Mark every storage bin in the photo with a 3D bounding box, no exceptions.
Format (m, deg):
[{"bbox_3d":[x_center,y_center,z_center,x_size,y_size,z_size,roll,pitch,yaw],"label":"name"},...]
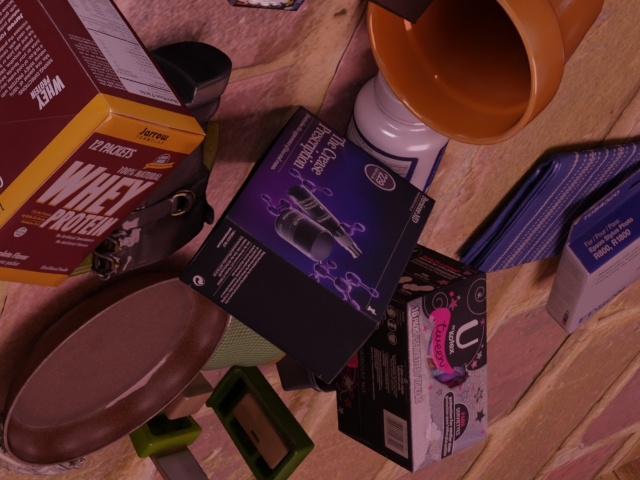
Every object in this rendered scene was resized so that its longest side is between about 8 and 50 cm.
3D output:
[{"bbox_3d":[0.005,0.156,2.412,0.135,0.098,0.091,-13,177,-43],"label":"storage bin"}]

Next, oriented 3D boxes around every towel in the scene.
[{"bbox_3d":[0.361,-0.058,2.551,0.336,0.040,0.243,-11,146,-48],"label":"towel"}]

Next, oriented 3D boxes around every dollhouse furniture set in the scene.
[{"bbox_3d":[-0.085,0.192,2.259,0.197,0.151,0.301,-10,146,-46],"label":"dollhouse furniture set"}]

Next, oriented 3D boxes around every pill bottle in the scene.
[{"bbox_3d":[0.085,-0.120,1.934,0.112,0.112,0.186,-23,155,-26],"label":"pill bottle"}]

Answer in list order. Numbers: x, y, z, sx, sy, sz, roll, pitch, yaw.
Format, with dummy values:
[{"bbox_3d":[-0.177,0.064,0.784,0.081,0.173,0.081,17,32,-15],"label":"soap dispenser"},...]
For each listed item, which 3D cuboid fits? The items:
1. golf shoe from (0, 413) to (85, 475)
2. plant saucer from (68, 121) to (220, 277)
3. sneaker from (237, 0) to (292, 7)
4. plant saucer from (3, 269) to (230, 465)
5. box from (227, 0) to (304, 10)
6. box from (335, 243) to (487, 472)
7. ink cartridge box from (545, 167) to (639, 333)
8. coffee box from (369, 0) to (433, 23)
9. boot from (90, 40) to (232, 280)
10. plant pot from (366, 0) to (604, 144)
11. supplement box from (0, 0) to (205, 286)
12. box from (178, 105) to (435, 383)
[{"bbox_3d":[-0.361,0.257,2.126,0.086,0.069,0.176,-25,154,19],"label":"golf shoe"},{"bbox_3d":[-0.197,-0.031,1.804,0.188,0.045,0.188,-15,150,-40],"label":"plant saucer"},{"bbox_3d":[-0.070,-0.246,1.511,0.162,0.063,0.073,-1,131,-33],"label":"sneaker"},{"bbox_3d":[-0.242,0.138,2.043,0.310,0.050,0.310,-33,155,-17],"label":"plant saucer"},{"bbox_3d":[-0.020,-0.267,1.608,0.094,0.027,0.137,-4,143,-49],"label":"box"},{"bbox_3d":[0.120,0.147,2.309,0.142,0.163,0.247,-21,119,-34],"label":"box"},{"bbox_3d":[0.495,-0.028,2.677,0.324,0.071,0.330,-36,162,-14],"label":"ink cartridge box"},{"bbox_3d":[0.104,-0.343,1.474,0.297,0.119,0.168,-49,155,15],"label":"coffee box"},{"bbox_3d":[-0.186,-0.055,1.647,0.263,0.091,0.229,-19,138,-37],"label":"boot"},{"bbox_3d":[0.183,-0.229,1.776,0.188,0.205,0.205,-39,163,-36],"label":"plant pot"},{"bbox_3d":[-0.236,-0.099,1.421,0.191,0.194,0.129,-43,156,19],"label":"supplement box"},{"bbox_3d":[-0.006,-0.002,1.806,0.103,0.184,0.261,-49,-173,32],"label":"box"}]
